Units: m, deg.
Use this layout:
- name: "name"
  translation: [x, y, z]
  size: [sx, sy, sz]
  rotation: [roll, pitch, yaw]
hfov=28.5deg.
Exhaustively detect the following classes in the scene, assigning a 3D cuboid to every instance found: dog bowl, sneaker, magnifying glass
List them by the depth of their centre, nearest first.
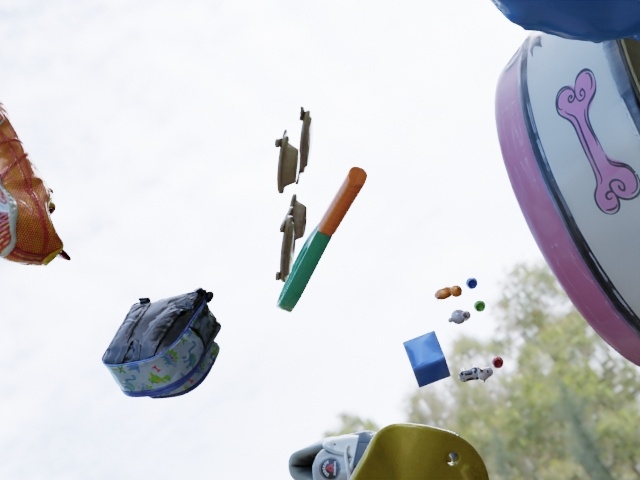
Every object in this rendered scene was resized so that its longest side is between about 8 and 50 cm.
- name: "sneaker"
  translation: [-0.251, -0.044, 1.012]
  size: [0.064, 0.175, 0.067]
  rotation: [-41, -40, 24]
- name: "dog bowl"
  translation: [0.318, -0.056, 1.183]
  size: [0.150, 0.408, 0.408]
  rotation: [-29, -25, 30]
- name: "magnifying glass"
  translation: [0.000, 0.000, 1.424]
  size: [0.231, 0.026, 0.092]
  rotation: [118, 175, -46]
- name: "sneaker"
  translation: [0.073, 0.319, 1.707]
  size: [0.146, 0.122, 0.330]
  rotation: [1, -9, -32]

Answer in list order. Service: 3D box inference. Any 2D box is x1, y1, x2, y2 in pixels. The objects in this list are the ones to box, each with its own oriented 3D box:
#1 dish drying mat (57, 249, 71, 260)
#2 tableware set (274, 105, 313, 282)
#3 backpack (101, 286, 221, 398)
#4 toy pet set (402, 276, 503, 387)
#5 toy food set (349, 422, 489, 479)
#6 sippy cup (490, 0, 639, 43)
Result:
- name: "dish drying mat"
  translation: [-0.260, 0.001, 1.116]
  size: [0.008, 0.083, 0.032]
  rotation: [-67, -29, -17]
- name: "tableware set"
  translation: [-0.028, -0.045, 1.225]
  size: [0.141, 0.020, 0.168]
  rotation: [-61, -24, -72]
- name: "backpack"
  translation: [-0.163, 0.117, 1.313]
  size: [0.105, 0.114, 0.084]
  rotation: [-11, -63, 28]
- name: "toy pet set"
  translation: [0.160, 0.124, 1.540]
  size: [0.114, 0.122, 0.065]
  rotation: [-20, 7, 2]
- name: "toy food set"
  translation: [0.050, 0.246, 1.039]
  size: [0.128, 0.071, 0.217]
  rotation: [22, -86, -22]
- name: "sippy cup"
  translation: [0.160, -0.244, 0.752]
  size: [0.306, 0.224, 0.240]
  rotation: [-23, -50, 22]
